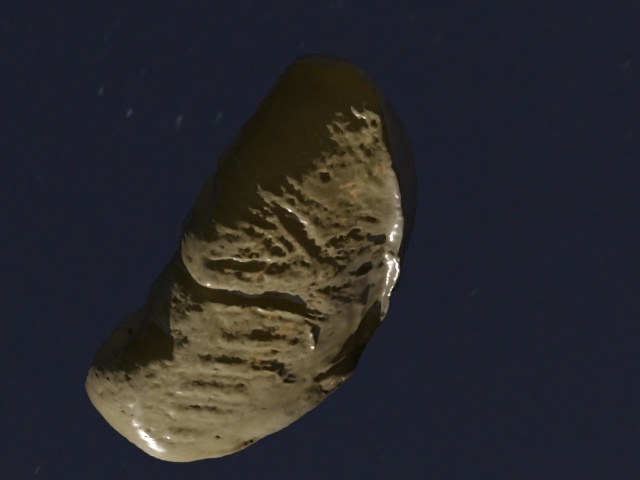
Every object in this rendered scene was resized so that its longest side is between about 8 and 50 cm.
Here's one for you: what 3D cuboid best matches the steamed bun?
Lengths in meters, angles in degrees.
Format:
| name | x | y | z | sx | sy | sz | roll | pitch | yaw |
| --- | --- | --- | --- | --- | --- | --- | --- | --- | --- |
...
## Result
| name | x | y | z | sx | sy | sz | roll | pitch | yaw |
| --- | --- | --- | --- | --- | --- | --- | --- | --- | --- |
| steamed bun | -0.018 | 0.022 | 0.990 | 0.110 | 0.231 | 0.212 | 37 | -89 | 7 |
